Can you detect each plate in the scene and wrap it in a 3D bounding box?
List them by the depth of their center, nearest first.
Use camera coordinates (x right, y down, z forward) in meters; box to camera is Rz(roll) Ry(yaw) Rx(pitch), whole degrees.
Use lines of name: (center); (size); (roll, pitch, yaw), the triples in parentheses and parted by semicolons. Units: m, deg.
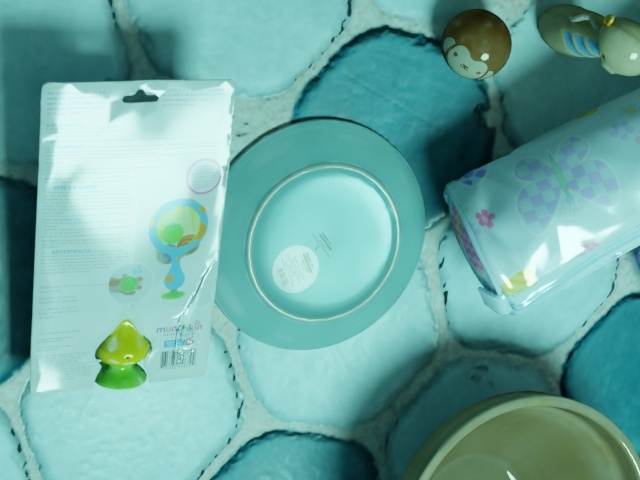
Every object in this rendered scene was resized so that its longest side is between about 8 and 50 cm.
plate: (0.000, 0.000, 1.097); (0.188, 0.024, 0.188); (-7, 110, -21)

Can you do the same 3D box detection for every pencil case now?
pencil case: (0.234, -0.042, 1.099); (0.273, 0.113, 0.124); (-24, 73, 1)

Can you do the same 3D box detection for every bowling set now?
bowling set: (0.197, -0.182, 1.045); (0.287, 0.154, 0.200); (36, 91, -27)

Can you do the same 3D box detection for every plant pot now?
plant pot: (0.146, 0.236, 1.172); (0.237, 0.110, 0.237); (-2, 95, -24)

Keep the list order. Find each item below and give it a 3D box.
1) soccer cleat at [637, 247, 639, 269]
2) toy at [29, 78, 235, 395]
soccer cleat: (0.346, 0.092, 1.239); (0.248, 0.083, 0.095); (39, 94, -30)
toy: (-0.143, -0.007, 1.019); (0.137, 0.056, 0.237); (-4, 113, -25)
